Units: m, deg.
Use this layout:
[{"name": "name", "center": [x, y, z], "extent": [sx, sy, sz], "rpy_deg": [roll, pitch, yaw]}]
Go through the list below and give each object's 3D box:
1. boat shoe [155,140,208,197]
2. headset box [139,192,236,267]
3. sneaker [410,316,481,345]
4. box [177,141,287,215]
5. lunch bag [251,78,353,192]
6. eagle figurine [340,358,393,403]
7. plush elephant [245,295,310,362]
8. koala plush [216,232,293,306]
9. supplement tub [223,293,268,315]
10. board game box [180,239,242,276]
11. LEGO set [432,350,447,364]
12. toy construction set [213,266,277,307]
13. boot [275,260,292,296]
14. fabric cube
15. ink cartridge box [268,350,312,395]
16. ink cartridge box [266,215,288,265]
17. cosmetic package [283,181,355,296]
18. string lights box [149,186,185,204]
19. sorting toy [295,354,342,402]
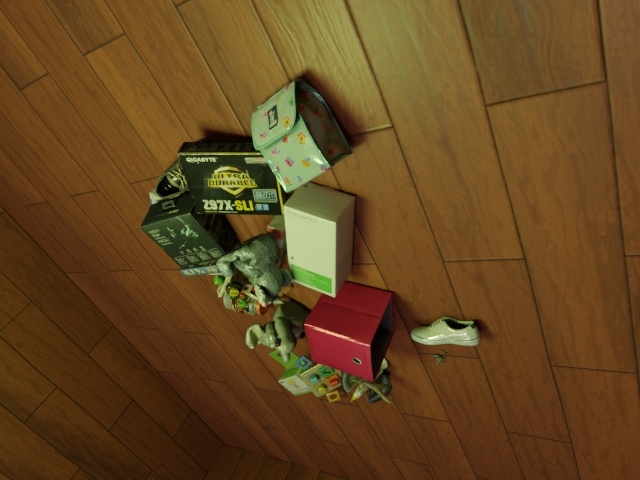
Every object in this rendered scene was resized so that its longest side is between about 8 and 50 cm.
[{"name": "boat shoe", "center": [-0.489, -0.236, 1.697], "extent": [0.132, 0.130, 0.355], "rpy_deg": [46, 138, -15]}, {"name": "headset box", "center": [-0.519, -0.044, 1.830], "extent": [0.246, 0.131, 0.283], "rpy_deg": [-13, 135, 23]}, {"name": "sneaker", "center": [0.450, 0.321, 1.699], "extent": [0.258, 0.094, 0.091], "rpy_deg": [-6, 108, 31]}, {"name": "box", "center": [-0.287, -0.205, 1.572], "extent": [0.322, 0.079, 0.257], "rpy_deg": [2, 135, 7]}, {"name": "lunch bag", "center": [-0.071, -0.303, 1.346], "extent": [0.223, 0.160, 0.262], "rpy_deg": [-21, 106, 47]}, {"name": "eagle figurine", "center": [0.207, 0.646, 2.126], "extent": [0.298, 0.225, 0.226], "rpy_deg": [83, 169, -76]}, {"name": "plush elephant", "center": [-0.169, 0.406, 2.034], "extent": [0.330, 0.272, 0.255], "rpy_deg": [45, 126, 27]}, {"name": "koala plush", "center": [-0.203, 0.104, 1.615], "extent": [0.203, 0.196, 0.221], "rpy_deg": [-20, 102, 44]}, {"name": "supplement tub", "center": [-0.334, 0.273, 2.117], "extent": [0.190, 0.117, 0.117], "rpy_deg": [10, 135, 24]}, {"name": "board game box", "center": [-0.460, 0.076, 1.964], "extent": [0.243, 0.165, 0.042], "rpy_deg": [-9, 125, 38]}, {"name": "LEGO set", "center": [0.479, 0.465, 1.865], "extent": [0.054, 0.023, 0.083], "rpy_deg": [34, 127, -5]}, {"name": "toy construction set", "center": [-0.323, 0.151, 1.804], "extent": [0.237, 0.257, 0.309], "rpy_deg": [7, 148, -34]}, {"name": "boot", "center": [-0.175, 0.156, 1.945], "extent": [0.152, 0.073, 0.197], "rpy_deg": [38, 140, -17]}, {"name": "fabric cube", "center": [0.120, 0.336, 1.779], "extent": [0.258, 0.259, 0.254], "rpy_deg": [13, 137, 22]}, {"name": "ink cartridge box", "center": [-0.155, 0.682, 2.426], "extent": [0.255, 0.097, 0.189], "rpy_deg": [42, 139, -12]}, {"name": "ink cartridge box", "center": [-0.146, -0.010, 1.713], "extent": [0.067, 0.115, 0.198], "rpy_deg": [24, 138, 12]}, {"name": "cosmetic package", "center": [0.000, 0.000, 1.602], "extent": [0.197, 0.155, 0.365], "rpy_deg": [19, 139, 21]}, {"name": "string lights box", "center": [-0.635, -0.103, 1.965], "extent": [0.133, 0.076, 0.259], "rpy_deg": [27, 140, 8]}, {"name": "sorting toy", "center": [0.018, 0.685, 2.292], "extent": [0.196, 0.047, 0.347], "rpy_deg": [-29, 116, 10]}]
